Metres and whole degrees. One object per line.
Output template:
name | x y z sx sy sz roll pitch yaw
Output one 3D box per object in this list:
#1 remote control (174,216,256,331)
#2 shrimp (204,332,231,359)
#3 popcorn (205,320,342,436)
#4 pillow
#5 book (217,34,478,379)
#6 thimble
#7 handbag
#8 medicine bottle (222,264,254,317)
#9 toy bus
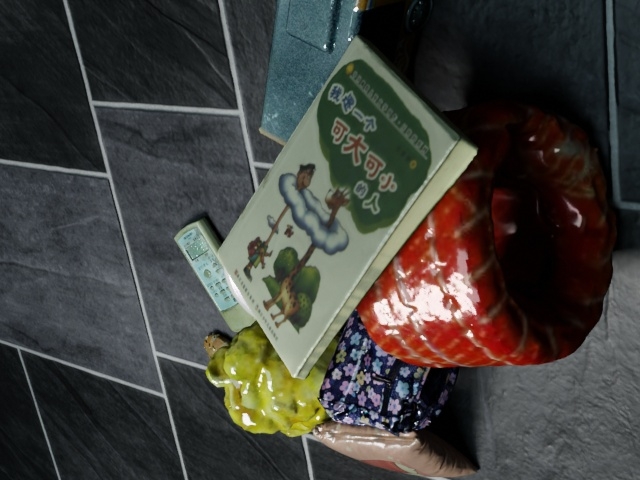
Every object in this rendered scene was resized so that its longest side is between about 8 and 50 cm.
remote control | -0.196 0.068 1.869 0.098 0.038 0.233 -30 91 46
shrimp | -0.170 0.246 1.950 0.184 0.043 0.091 24 135 38
popcorn | -0.075 0.250 1.734 0.242 0.235 0.250 36 145 1
pillow | 0.129 0.352 1.649 0.223 0.236 0.084 4 74 35
book | 0.012 -0.044 1.213 0.371 0.043 0.260 -56 46 20
thimble | 0.212 -0.004 1.263 0.231 0.350 0.350 -8 108 46
handbag | 0.122 0.206 1.564 0.208 0.228 0.127 9 154 38
medicine bottle | 0.000 0.000 1.474 0.170 0.293 0.170 19 124 31
toy bus | 0.034 -0.278 1.356 0.162 0.194 0.323 31 131 26
